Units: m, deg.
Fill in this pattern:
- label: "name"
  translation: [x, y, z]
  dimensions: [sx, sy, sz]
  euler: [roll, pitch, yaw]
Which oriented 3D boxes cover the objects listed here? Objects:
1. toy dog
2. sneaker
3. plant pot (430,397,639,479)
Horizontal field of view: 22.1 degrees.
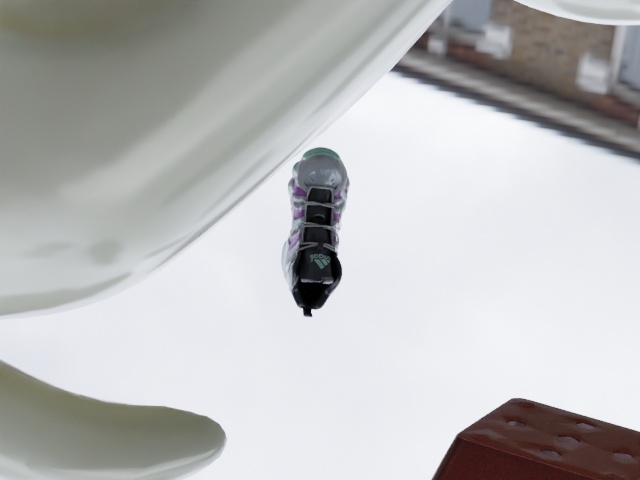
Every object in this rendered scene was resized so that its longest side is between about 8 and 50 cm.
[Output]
- label: "toy dog"
  translation: [0.009, -0.144, 0.505]
  dimensions: [0.408, 0.395, 0.284]
  euler: [-18, -177, -20]
- label: "sneaker"
  translation: [0.000, 0.000, 0.966]
  dimensions: [0.038, 0.098, 0.069]
  euler: [0, -148, -8]
- label: "plant pot"
  translation: [0.228, 0.305, 1.641]
  dimensions: [0.267, 0.235, 0.267]
  euler: [15, -167, 24]
